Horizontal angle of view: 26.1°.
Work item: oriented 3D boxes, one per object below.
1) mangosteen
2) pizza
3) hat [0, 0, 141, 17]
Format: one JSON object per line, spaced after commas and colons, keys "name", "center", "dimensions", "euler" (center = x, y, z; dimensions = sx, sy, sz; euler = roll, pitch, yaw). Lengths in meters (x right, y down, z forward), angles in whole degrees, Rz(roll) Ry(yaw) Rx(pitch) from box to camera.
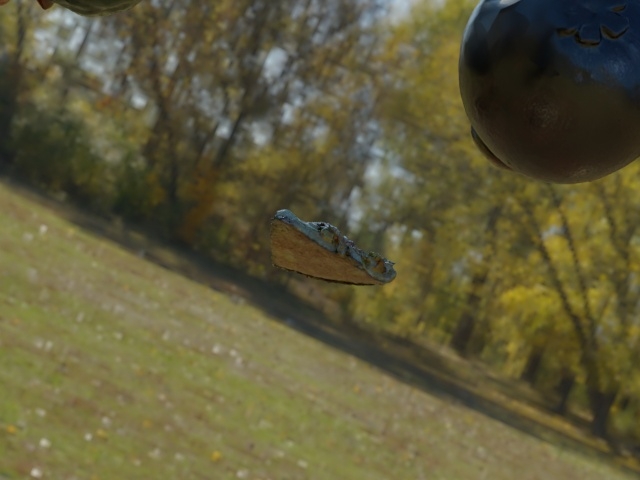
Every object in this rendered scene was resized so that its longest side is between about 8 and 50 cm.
{"name": "mangosteen", "center": [0.202, -0.134, 1.174], "dimensions": [0.194, 0.194, 0.230], "euler": [24, -21, 0]}
{"name": "pizza", "center": [0.000, 0.000, 0.802], "dimensions": [0.083, 0.025, 0.078], "euler": [10, -26, 31]}
{"name": "hat", "center": [-0.343, -0.310, 1.301], "dimensions": [0.400, 0.285, 0.285], "euler": [-6, 7, -14]}
